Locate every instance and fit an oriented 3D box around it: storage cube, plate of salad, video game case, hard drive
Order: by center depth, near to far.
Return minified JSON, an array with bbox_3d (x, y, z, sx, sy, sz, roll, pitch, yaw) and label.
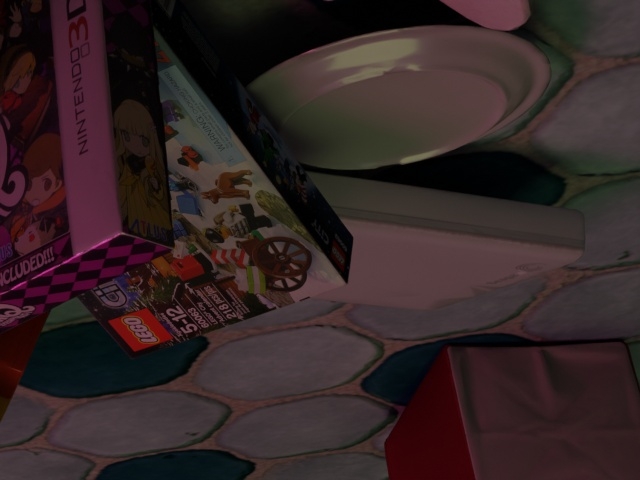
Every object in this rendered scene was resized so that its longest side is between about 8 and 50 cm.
[{"bbox_3d":[-0.178,-0.052,0.933,0.232,0.210,0.042,-24,151,33],"label":"video game case"},{"bbox_3d":[0.040,-0.092,1.106,0.200,0.048,0.200,-8,160,-3],"label":"plate of salad"},{"bbox_3d":[0.000,0.000,1.267,0.307,0.040,0.203,8,163,-30],"label":"hard drive"},{"bbox_3d":[0.181,0.214,1.638,0.184,0.215,0.193,0,148,-17],"label":"storage cube"}]

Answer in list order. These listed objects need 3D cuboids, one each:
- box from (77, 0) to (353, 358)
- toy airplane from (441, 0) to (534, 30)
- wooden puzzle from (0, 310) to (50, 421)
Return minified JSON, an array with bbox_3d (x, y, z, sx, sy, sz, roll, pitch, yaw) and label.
[{"bbox_3d":[-0.106,-0.040,1.063,0.159,0.044,0.233,-21,126,24],"label":"box"},{"bbox_3d":[0.112,-0.208,0.681,0.384,0.272,0.386,25,176,22],"label":"toy airplane"},{"bbox_3d":[-0.253,0.138,1.192,0.080,0.348,0.322,28,148,-6],"label":"wooden puzzle"}]
